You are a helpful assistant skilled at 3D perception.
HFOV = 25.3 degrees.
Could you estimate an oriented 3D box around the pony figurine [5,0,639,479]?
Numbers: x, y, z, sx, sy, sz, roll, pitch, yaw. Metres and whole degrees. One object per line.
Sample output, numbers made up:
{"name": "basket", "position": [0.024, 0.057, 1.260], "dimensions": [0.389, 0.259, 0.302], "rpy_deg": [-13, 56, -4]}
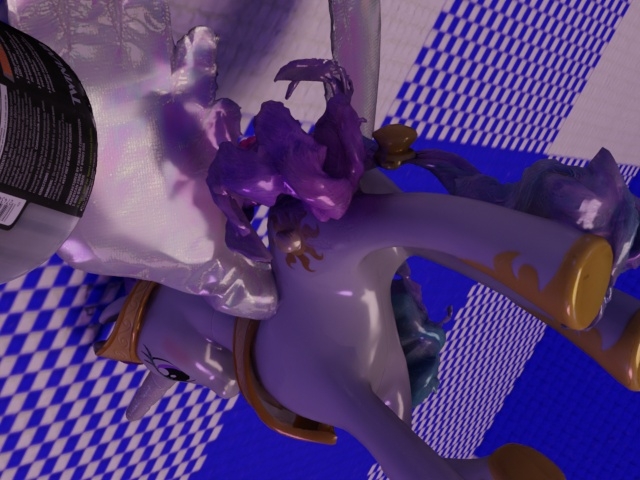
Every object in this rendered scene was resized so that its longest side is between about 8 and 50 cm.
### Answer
{"name": "pony figurine", "position": [0.000, 0.000, 0.773], "dimensions": [0.303, 0.363, 0.351], "rpy_deg": [-23, 126, -45]}

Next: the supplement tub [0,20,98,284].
{"name": "supplement tub", "position": [-0.176, -0.046, 0.538], "dimensions": [0.117, 0.117, 0.190], "rpy_deg": [-59, 159, 4]}
